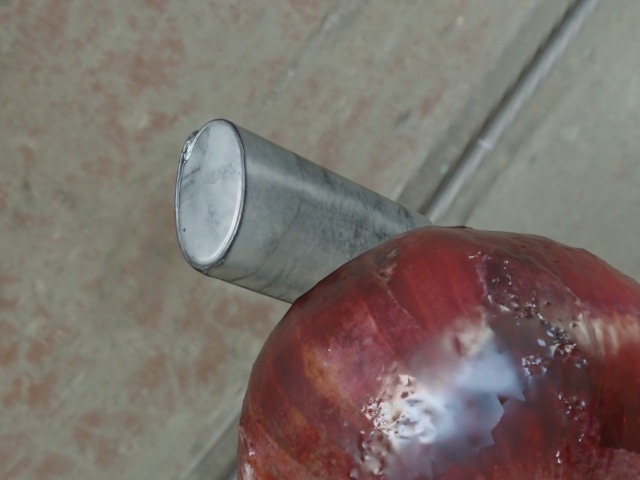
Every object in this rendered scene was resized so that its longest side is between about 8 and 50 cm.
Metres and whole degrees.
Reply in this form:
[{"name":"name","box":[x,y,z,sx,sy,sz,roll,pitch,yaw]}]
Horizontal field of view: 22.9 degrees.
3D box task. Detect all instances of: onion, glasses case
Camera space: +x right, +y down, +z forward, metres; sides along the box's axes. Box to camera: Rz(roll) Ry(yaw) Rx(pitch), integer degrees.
[{"name":"onion","box":[0.088,0.123,0.883,0.276,0.276,0.276,-25,130,-33]},{"name":"glasses case","box":[0.000,0.000,1.222,0.299,0.060,0.114,23,65,-55]}]
